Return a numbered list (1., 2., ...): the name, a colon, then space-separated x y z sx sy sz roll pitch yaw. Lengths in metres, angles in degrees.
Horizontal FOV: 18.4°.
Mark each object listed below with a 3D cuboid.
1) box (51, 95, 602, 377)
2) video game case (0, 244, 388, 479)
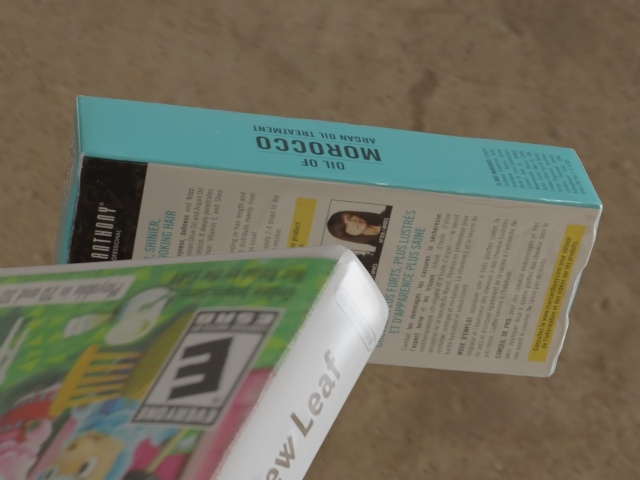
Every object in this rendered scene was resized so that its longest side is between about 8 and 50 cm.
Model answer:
1. box: 0.000 0.000 0.930 0.244 0.060 0.100 6 120 -12
2. video game case: -0.112 0.079 0.363 0.023 0.212 0.193 56 48 -32
